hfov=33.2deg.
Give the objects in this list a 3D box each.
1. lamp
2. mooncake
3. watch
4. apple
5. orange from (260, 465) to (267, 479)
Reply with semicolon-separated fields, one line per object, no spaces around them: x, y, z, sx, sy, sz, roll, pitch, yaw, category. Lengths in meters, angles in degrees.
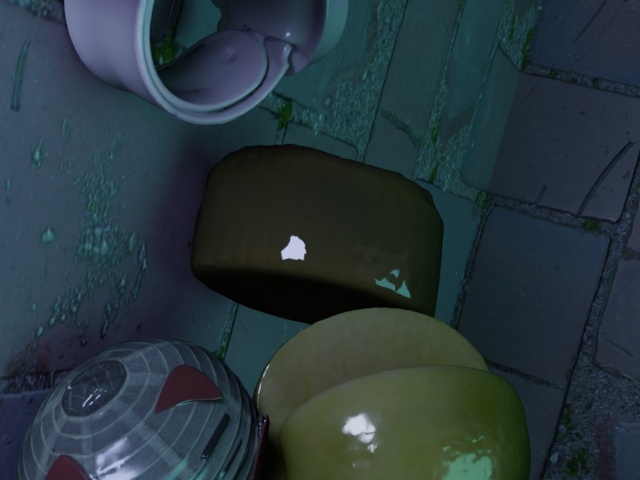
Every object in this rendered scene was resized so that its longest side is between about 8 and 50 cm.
-0.172;0.210;1.007;0.265;0.233;0.233;-53;152;-31;lamp
0.000;0.000;1.209;0.284;0.285;0.155;47;53;-67;mooncake
-0.113;-0.241;0.944;0.231;0.196;0.244;-23;129;-38;watch
0.068;0.208;1.079;0.292;0.254;0.291;174;-90;-74;apple
-0.119;0.320;1.230;0.236;0.236;0.236;16;90;-70;orange
